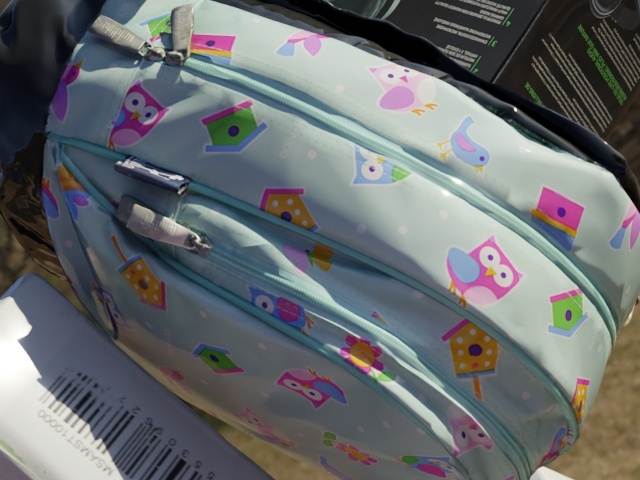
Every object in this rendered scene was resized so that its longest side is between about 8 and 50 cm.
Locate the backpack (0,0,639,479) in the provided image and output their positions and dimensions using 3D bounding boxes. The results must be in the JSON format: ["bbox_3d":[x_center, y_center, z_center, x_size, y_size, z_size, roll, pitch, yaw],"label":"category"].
[{"bbox_3d":[0.000,0.000,0.426,0.115,0.182,0.152,-60,-20,-12],"label":"backpack"}]

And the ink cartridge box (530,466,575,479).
[{"bbox_3d":[0.197,0.248,0.850,0.100,0.237,0.172,-49,40,17],"label":"ink cartridge box"}]

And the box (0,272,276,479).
[{"bbox_3d":[-0.081,0.183,0.478,0.322,0.232,0.058,-48,2,42],"label":"box"}]

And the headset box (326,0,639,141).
[{"bbox_3d":[0.088,-0.153,0.971,0.246,0.131,0.283,25,76,42],"label":"headset box"}]

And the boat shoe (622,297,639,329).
[{"bbox_3d":[0.284,0.051,1.414,0.049,0.043,0.137,-39,-2,22],"label":"boat shoe"}]
